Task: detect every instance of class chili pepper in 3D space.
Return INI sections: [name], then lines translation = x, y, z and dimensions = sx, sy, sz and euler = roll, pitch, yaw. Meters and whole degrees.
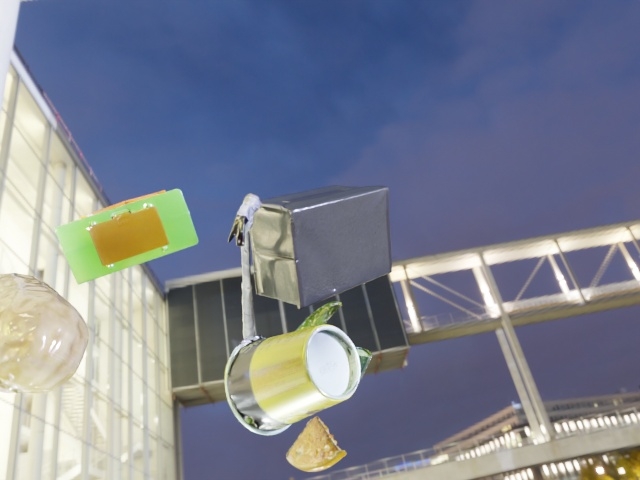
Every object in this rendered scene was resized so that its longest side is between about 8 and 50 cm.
[chili pepper]
translation = -0.071, 0.284, 1.310
dimensions = 0.076, 0.359, 0.085
euler = 29, -17, 17

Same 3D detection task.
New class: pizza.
[pizza]
translation = -0.012, 0.503, 1.352
dimensions = 0.178, 0.130, 0.041
euler = -31, -49, 24

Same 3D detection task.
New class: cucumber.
[cucumber]
translation = 0.075, 0.286, 1.220
dimensions = 0.048, 0.048, 0.105
euler = 8, -66, -30

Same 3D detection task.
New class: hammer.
[hammer]
translation = -0.184, 0.091, 1.406
dimensions = 0.044, 0.152, 0.426
euler = 8, -52, 7

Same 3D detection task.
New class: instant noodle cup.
[instant noodle cup]
translation = -0.048, 0.273, 1.129
dimensions = 0.216, 0.215, 0.236
euler = 17, -34, -39

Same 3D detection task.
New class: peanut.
[peanut]
translation = -0.540, 0.160, 0.971
dimensions = 0.387, 0.192, 0.170
euler = 15, -15, 47

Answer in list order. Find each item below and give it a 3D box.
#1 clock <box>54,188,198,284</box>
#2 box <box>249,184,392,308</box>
[clock]
translation = -0.365, -0.024, 1.074
dimensions = 0.220, 0.106, 0.255
euler = -19, 12, -12
[box]
translation = 0.001, 0.000, 1.458
dimensions = 0.345, 0.251, 0.205
euler = -16, 16, -40
